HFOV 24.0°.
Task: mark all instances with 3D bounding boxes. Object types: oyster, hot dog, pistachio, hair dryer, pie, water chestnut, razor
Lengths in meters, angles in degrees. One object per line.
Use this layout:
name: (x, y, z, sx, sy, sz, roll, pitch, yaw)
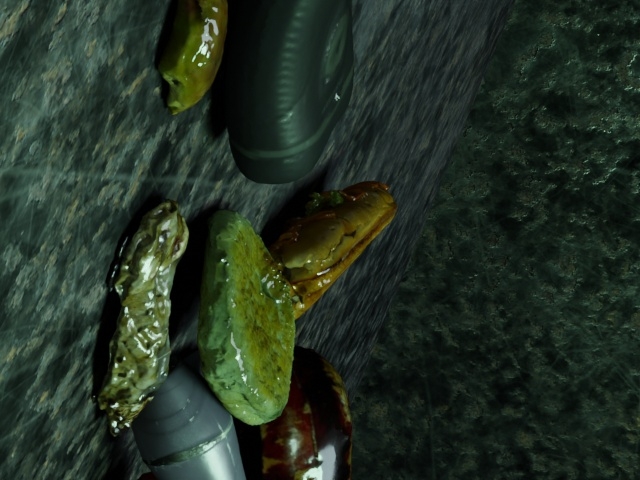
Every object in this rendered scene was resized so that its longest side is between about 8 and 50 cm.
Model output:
oyster: (-0.194, 0.097, 1.675, 0.128, 0.079, 0.345, -65, 171, -52)
hot dog: (0.000, 0.000, 2.253, 0.158, 0.117, 0.349, -48, 178, 32)
pistachio: (-0.117, -0.178, 1.439, 0.089, 0.049, 0.173, -55, 166, -39)
hair dryer: (-0.141, 0.239, 1.962, 0.361, 0.121, 0.301, -87, 155, -68)
pie: (-0.099, 0.093, 1.849, 0.277, 0.079, 0.277, -12, 90, -76)
water chestnut: (-0.090, 0.295, 2.171, 0.300, 0.300, 0.300, -61, 169, -20)
razor: (-0.024, -0.224, 1.611, 0.349, 0.113, 0.204, 98, 19, -53)

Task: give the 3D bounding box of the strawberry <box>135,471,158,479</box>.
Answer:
strawberry: (-0.210, 0.465, 1.928, 0.265, 0.149, 0.336, -23, -132, 48)
